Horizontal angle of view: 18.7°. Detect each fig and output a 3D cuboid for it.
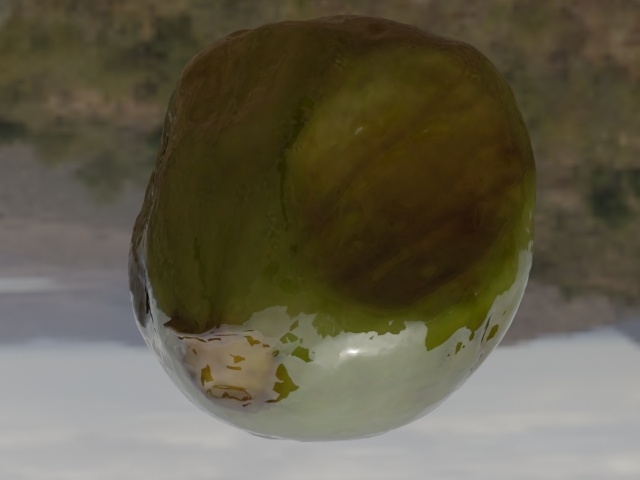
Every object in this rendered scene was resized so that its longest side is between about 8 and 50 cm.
[{"bbox_3d":[0.000,0.000,0.665,0.154,0.144,0.166,-30,-160,22],"label":"fig"}]
